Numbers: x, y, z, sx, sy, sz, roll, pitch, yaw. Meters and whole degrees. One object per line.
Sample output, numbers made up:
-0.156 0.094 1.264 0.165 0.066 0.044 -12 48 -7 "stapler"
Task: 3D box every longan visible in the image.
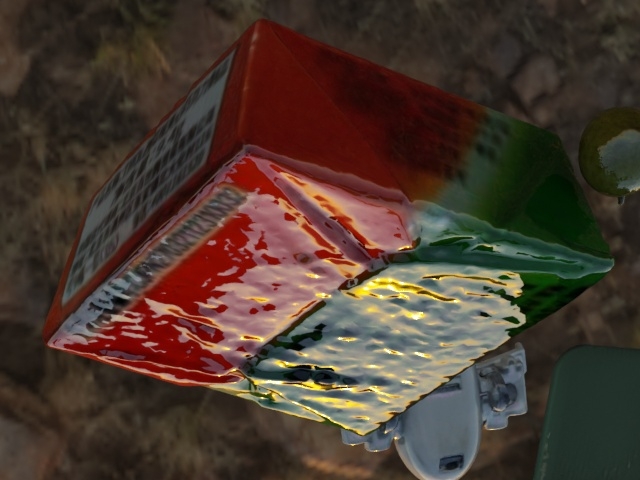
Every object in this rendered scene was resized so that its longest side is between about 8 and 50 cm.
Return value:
0.240 -0.065 1.342 0.075 0.075 0.083 -11 125 -6 "longan"

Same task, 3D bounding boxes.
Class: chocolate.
0.000 0.000 1.400 0.341 0.161 0.360 19 143 -27 "chocolate"

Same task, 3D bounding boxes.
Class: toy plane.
0.122 0.154 1.923 0.252 0.118 0.252 0 90 -18 "toy plane"

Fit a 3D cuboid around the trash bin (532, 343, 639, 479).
0.301 0.258 1.578 0.158 0.223 0.343 2 155 25 "trash bin"
